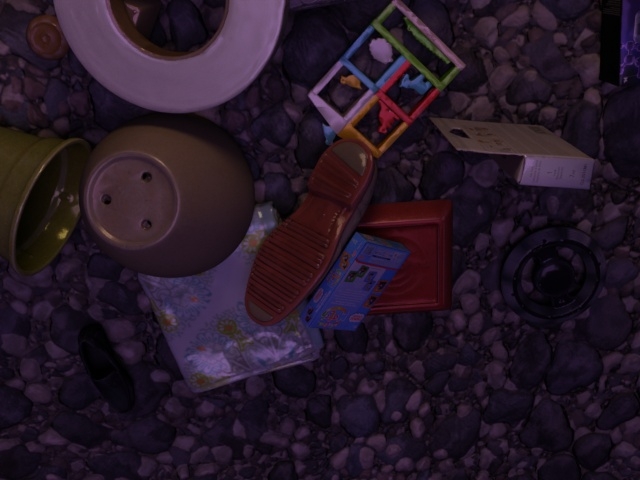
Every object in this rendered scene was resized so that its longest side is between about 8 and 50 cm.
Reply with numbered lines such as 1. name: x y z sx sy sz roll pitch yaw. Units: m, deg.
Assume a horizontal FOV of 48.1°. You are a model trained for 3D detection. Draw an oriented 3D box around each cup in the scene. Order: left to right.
1. cup: -0.304 -0.079 1.306 0.331 0.237 0.331 1 96 5

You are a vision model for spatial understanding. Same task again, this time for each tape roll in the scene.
1. tape roll: -0.244 -0.407 1.190 0.392 0.072 0.391 2 111 4

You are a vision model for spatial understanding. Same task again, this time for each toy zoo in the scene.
1. toy zoo: 0.111 -0.295 1.394 0.192 0.030 0.293 39 105 -15

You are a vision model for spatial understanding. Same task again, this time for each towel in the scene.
1. towel: -0.190 0.127 1.513 0.321 0.090 0.374 -17 110 3

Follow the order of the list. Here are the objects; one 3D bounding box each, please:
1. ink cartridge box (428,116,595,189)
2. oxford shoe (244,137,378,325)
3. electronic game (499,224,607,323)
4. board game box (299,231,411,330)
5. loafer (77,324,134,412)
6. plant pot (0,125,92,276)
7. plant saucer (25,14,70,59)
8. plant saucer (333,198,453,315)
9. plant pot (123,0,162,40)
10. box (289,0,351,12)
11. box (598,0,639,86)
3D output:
1. ink cartridge box: 0.336 -0.166 1.323 0.239 0.275 0.060 3 111 -3
2. oxford shoe: 0.000 0.000 1.396 0.140 0.146 0.397 35 92 24
3. electronic game: 0.500 0.076 1.543 0.229 0.048 0.229 0 111 -1
4. board game box: 0.071 0.088 1.438 0.160 0.039 0.211 13 115 -50
5. loafer: -0.472 0.291 1.567 0.076 0.078 0.223 -17 111 4
6. plant pot: -0.605 -0.107 1.331 0.254 0.276 0.276 22 109 1
7. plant saucer: -0.512 -0.379 1.344 0.084 0.015 0.083 -1 111 -2
8. plant saucer: 0.156 0.049 1.520 0.259 0.047 0.259 -4 110 -1
9. plant pot: -0.362 -0.400 1.299 0.109 0.096 0.109 21 109 -11
10. box: -0.022 -0.531 1.239 0.163 0.142 0.247 -10 111 2
11. box: 0.671 -0.398 1.344 0.261 0.103 0.184 -7 114 0
